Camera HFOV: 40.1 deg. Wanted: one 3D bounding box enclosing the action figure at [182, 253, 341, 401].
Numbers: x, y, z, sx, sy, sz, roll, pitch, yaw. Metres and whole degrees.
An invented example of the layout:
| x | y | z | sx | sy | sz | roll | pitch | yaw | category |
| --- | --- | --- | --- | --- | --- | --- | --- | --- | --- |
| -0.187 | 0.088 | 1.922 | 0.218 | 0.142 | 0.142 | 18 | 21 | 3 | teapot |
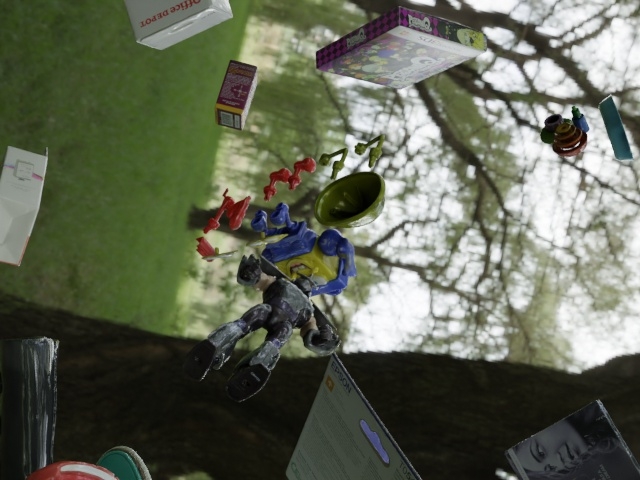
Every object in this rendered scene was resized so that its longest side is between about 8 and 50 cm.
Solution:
| x | y | z | sx | sy | sz | roll | pitch | yaw | category |
| --- | --- | --- | --- | --- | --- | --- | --- | --- | --- |
| -0.065 | 0.113 | 1.220 | 0.099 | 0.185 | 0.285 | -58 | 173 | 33 | action figure |

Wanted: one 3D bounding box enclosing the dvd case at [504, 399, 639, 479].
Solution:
| x | y | z | sx | sy | sz | roll | pitch | yaw | category |
| --- | --- | --- | --- | --- | --- | --- | --- | --- | --- |
| 0.455 | 0.409 | 1.580 | 0.221 | 0.018 | 0.164 | -42 | -115 | 34 | dvd case |

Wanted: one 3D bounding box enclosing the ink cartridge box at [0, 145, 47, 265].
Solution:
| x | y | z | sx | sy | sz | roll | pitch | yaw | category |
| --- | --- | --- | --- | --- | --- | --- | --- | --- | --- |
| -0.480 | -0.067 | 1.380 | 0.115 | 0.067 | 0.198 | -63 | -157 | 27 | ink cartridge box |

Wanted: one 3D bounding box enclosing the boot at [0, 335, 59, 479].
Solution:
| x | y | z | sx | sy | sz | roll | pitch | yaw | category |
| --- | --- | --- | --- | --- | --- | --- | --- | --- | --- |
| -0.543 | 0.397 | 1.619 | 0.367 | 0.146 | 0.445 | 156 | -61 | -68 | boot |

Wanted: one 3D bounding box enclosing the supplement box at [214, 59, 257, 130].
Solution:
| x | y | z | sx | sy | sz | roll | pitch | yaw | category |
| --- | --- | --- | --- | --- | --- | --- | --- | --- | --- |
| -0.123 | -0.212 | 1.280 | 0.055 | 0.043 | 0.083 | 101 | 3 | -71 | supplement box |

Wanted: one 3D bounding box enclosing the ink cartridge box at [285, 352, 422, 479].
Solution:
| x | y | z | sx | sy | sz | roll | pitch | yaw | category |
| --- | --- | --- | --- | --- | --- | --- | --- | --- | --- |
| 0.077 | 0.402 | 1.444 | 0.324 | 0.071 | 0.330 | 53 | -43 | 38 | ink cartridge box |

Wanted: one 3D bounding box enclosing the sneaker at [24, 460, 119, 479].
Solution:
| x | y | z | sx | sy | sz | roll | pitch | yaw | category |
| --- | --- | --- | --- | --- | --- | --- | --- | --- | --- |
| -0.233 | 0.332 | 0.933 | 0.221 | 0.087 | 0.128 | 59 | 3 | -45 | sneaker |

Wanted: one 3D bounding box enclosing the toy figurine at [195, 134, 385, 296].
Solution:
| x | y | z | sx | sy | sz | roll | pitch | yaw | category |
| --- | --- | --- | --- | --- | --- | --- | --- | --- | --- |
| 0.000 | 0.000 | 1.470 | 0.363 | 0.217 | 0.191 | -18 | -143 | 28 | toy figurine |

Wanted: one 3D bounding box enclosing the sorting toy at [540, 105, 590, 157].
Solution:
| x | y | z | sx | sy | sz | roll | pitch | yaw | category |
| --- | --- | --- | --- | --- | --- | --- | --- | --- | --- |
| 0.330 | -0.154 | 1.187 | 0.042 | 0.061 | 0.102 | 56 | 8 | -30 | sorting toy |

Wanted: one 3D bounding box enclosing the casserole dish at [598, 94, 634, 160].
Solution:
| x | y | z | sx | sy | sz | roll | pitch | yaw | category |
| --- | --- | --- | --- | --- | --- | --- | --- | --- | --- |
| 0.626 | -0.236 | 1.863 | 0.114 | 0.037 | 0.188 | 63 | 22 | -24 | casserole dish |

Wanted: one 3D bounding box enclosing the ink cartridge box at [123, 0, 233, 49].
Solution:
| x | y | z | sx | sy | sz | roll | pitch | yaw | category |
| --- | --- | --- | --- | --- | --- | --- | --- | --- | --- |
| -0.235 | -0.410 | 1.345 | 0.082 | 0.140 | 0.190 | -7 | 78 | -72 | ink cartridge box |

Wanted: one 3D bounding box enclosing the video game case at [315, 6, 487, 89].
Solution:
| x | y | z | sx | sy | sz | roll | pitch | yaw | category |
| --- | --- | --- | --- | --- | --- | --- | --- | --- | --- |
| 0.142 | -0.338 | 1.571 | 0.232 | 0.210 | 0.041 | -14 | -106 | 51 | video game case |

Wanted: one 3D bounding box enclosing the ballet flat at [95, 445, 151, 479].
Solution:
| x | y | z | sx | sy | sz | roll | pitch | yaw | category |
| --- | --- | --- | --- | --- | --- | --- | --- | --- | --- |
| -0.304 | 0.556 | 1.499 | 0.139 | 0.139 | 0.400 | 113 | -37 | -58 | ballet flat |
